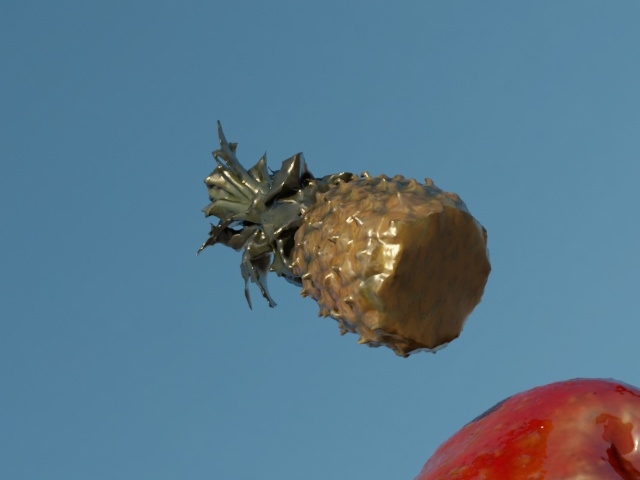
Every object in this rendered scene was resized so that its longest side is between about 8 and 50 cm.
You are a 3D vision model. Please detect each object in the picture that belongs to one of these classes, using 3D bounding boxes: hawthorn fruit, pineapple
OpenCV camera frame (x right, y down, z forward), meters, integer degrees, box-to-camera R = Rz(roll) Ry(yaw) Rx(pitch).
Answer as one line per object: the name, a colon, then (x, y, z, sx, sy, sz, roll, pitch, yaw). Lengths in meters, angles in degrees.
hawthorn fruit: (0.170, 0.195, 1.200, 0.254, 0.254, 0.300, -8, -36, -38)
pineapple: (0.000, 0.000, 1.256, 0.125, 0.251, 0.125, -12, -69, -34)
